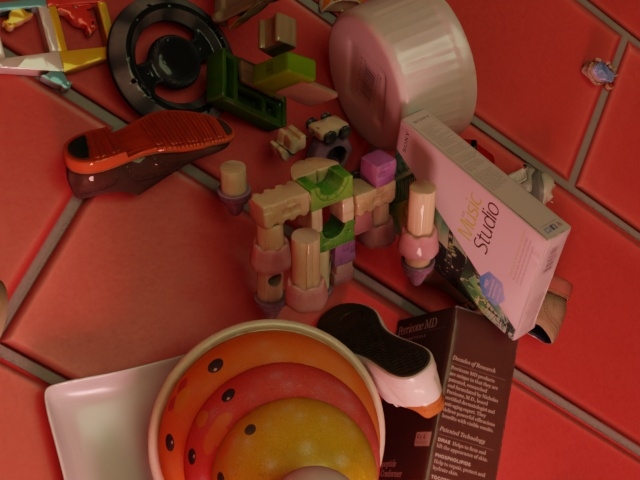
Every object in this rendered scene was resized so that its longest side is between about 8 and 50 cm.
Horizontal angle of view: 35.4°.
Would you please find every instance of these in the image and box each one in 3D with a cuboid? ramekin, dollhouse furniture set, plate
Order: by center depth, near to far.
[{"bbox_3d":[-0.250,0.321,1.487,0.277,0.045,0.277,-11,83,-28],"label":"plate"},{"bbox_3d":[-0.065,-0.360,1.631,0.151,0.198,0.301,17,66,-46],"label":"dollhouse furniture set"},{"bbox_3d":[0.128,-0.285,1.691,0.135,0.277,0.277,-22,88,-21],"label":"ramekin"}]

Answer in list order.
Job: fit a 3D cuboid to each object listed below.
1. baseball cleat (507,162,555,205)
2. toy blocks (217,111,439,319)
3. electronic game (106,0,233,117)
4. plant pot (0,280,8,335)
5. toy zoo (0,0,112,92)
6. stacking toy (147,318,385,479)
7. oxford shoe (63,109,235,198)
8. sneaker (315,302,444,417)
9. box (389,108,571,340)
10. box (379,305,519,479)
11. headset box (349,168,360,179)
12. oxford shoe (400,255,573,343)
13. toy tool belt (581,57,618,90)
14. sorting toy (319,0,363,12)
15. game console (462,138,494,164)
[{"bbox_3d":[0.364,-0.052,1.870,0.109,0.072,0.205,30,62,-2],"label":"baseball cleat"},{"bbox_3d":[0.000,0.000,1.618,0.289,0.309,0.260,-23,132,-27],"label":"toy blocks"},{"bbox_3d":[-0.239,-0.289,1.630,0.229,0.048,0.229,9,75,-33],"label":"electronic game"},{"bbox_3d":[-0.562,0.075,1.302,0.274,0.257,0.256,20,69,-38],"label":"plant pot"},{"bbox_3d":[-0.433,-0.371,1.568,0.192,0.030,0.293,-13,85,-28],"label":"toy zoo"},{"bbox_3d":[-0.034,0.292,1.276,0.351,0.480,0.350,0,91,-12],"label":"stacking toy"},{"bbox_3d":[-0.265,-0.132,1.562,0.272,0.098,0.097,-13,47,-21],"label":"oxford shoe"},{"bbox_3d":[0.090,0.196,1.578,0.106,0.290,0.123,-34,121,-14],"label":"sneaker"},{"bbox_3d":[0.231,-0.026,1.571,0.059,0.232,0.322,-25,53,-28],"label":"box"},{"bbox_3d":[0.190,0.312,1.621,0.143,0.191,0.381,22,69,-20],"label":"box"},{"bbox_3d":[0.089,-0.088,1.755,0.062,0.032,0.083,-22,87,-28],"label":"headset box"},{"bbox_3d":[0.295,0.100,1.764,0.348,0.123,0.130,14,79,-20],"label":"oxford shoe"},{"bbox_3d":[0.577,-0.340,2.040,0.083,0.051,0.052,34,66,-16],"label":"toy tool belt"},{"bbox_3d":[0.035,-0.452,1.816,0.083,0.045,0.075,-4,61,-27],"label":"sorting toy"},{"bbox_3d":[0.259,-0.107,1.853,0.124,0.085,0.143,4,73,7],"label":"game console"}]
